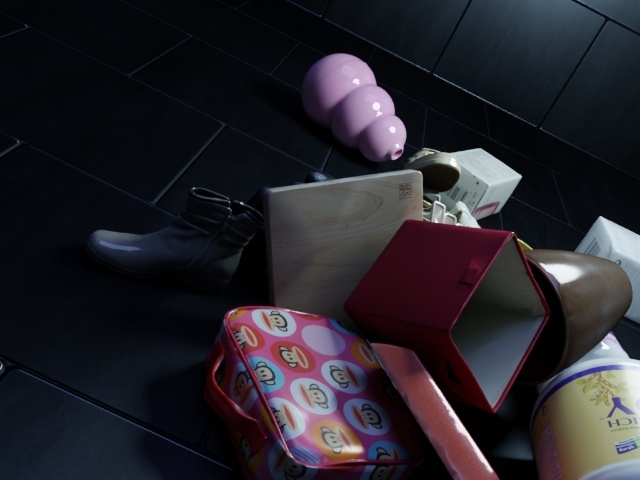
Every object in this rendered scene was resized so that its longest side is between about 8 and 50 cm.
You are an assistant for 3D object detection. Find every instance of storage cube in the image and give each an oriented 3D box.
[{"bbox_3d":[0.184,0.103,1.133,0.193,0.215,0.183,10,-37,46],"label":"storage cube"}]

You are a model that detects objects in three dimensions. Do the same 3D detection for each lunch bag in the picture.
[{"bbox_3d":[-0.028,0.210,1.013,0.258,0.120,0.293,10,31,-32],"label":"lunch bag"}]

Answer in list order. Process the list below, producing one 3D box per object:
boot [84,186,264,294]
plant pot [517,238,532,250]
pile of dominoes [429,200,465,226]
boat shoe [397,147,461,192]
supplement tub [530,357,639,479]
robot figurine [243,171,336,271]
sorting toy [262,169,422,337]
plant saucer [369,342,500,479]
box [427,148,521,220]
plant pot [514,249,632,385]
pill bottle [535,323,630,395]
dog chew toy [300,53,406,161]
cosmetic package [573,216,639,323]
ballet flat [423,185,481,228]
[{"bbox_3d":[-0.220,-0.018,1.196,0.246,0.161,0.083,14,29,-25],"label":"boot"},{"bbox_3d":[0.407,0.056,1.730,0.134,0.095,0.134,22,28,-12],"label":"plant pot"},{"bbox_3d":[0.246,0.073,1.443,0.251,0.040,0.196,42,58,-18],"label":"pile of dominoes"},{"bbox_3d":[0.239,-0.165,1.787,0.109,0.098,0.302,20,-11,-10],"label":"boat shoe"},{"bbox_3d":[0.425,0.343,1.071,0.241,0.241,0.331,25,26,-5],"label":"supplement tub"},{"bbox_3d":[-0.001,0.002,1.360,0.278,0.209,0.173,19,12,-19],"label":"robot figurine"},{"bbox_3d":[0.028,0.025,1.220,0.257,0.255,0.089,-10,17,-25],"label":"sorting toy"},{"bbox_3d":[0.177,0.270,1.011,0.258,0.048,0.259,58,0,43],"label":"plant saucer"},{"bbox_3d":[0.399,-0.146,2.050,0.149,0.127,0.232,39,28,22],"label":"box"},{"bbox_3d":[0.396,0.104,1.286,0.230,0.215,0.215,-11,44,-32],"label":"plant pot"},{"bbox_3d":[0.458,0.215,1.411,0.169,0.169,0.301,19,27,-18],"label":"pill bottle"},{"bbox_3d":[0.097,-0.334,2.039,0.207,0.206,0.332,-9,53,-50],"label":"dog chew toy"},{"bbox_3d":[0.850,0.116,1.981,0.385,0.156,0.217,27,27,-4],"label":"cosmetic package"},{"bbox_3d":[0.264,-0.052,1.769,0.349,0.123,0.123,22,27,-13],"label":"ballet flat"}]
